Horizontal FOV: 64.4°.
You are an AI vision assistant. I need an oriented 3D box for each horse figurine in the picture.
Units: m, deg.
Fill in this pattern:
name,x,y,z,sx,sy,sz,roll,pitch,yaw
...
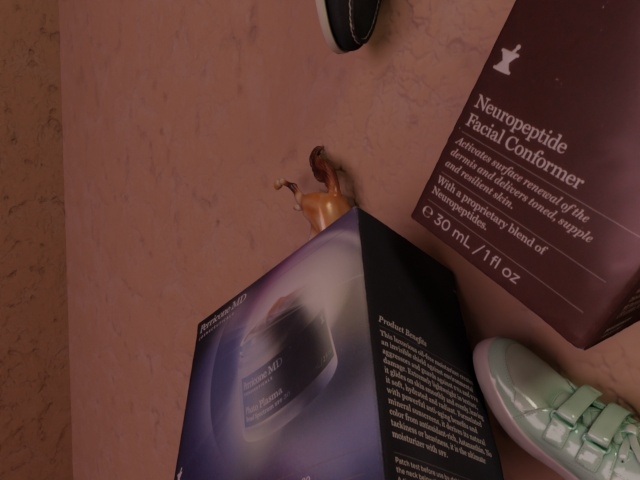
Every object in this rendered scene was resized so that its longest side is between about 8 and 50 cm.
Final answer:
name,x,y,z,sx,sy,sz,roll,pitch,yaw
horse figurine,0.000,0.000,0.723,0.175,0.066,0.263,16,110,53

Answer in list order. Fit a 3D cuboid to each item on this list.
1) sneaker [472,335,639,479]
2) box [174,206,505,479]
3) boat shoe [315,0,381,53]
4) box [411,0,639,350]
name,x,y,z,sx,sy,sz,roll,pitch,yaw
sneaker,0.259,0.152,0.424,0.256,0.094,0.151,47,134,21
box,0.000,0.177,0.534,0.296,0.183,0.293,-37,36,31
boat shoe,0.071,-0.379,0.549,0.113,0.127,0.339,13,104,24
box,0.244,-0.125,0.372,0.191,0.143,0.381,44,124,36
